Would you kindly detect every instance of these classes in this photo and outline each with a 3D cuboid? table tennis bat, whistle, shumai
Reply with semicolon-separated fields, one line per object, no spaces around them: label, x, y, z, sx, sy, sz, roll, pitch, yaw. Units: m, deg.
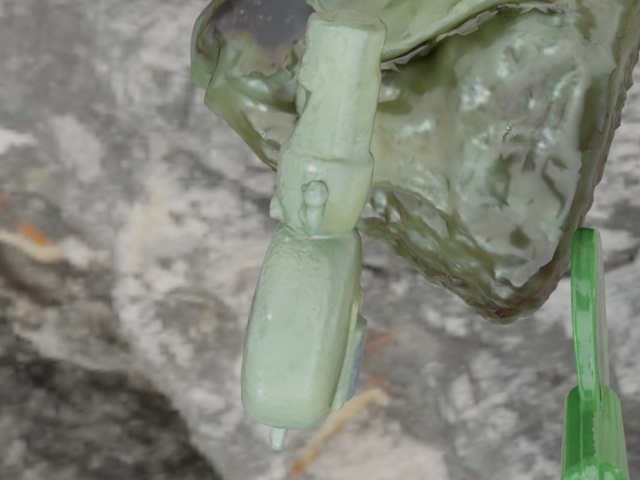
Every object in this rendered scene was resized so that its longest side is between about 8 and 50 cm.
table tennis bat;0.167;0.091;1.104;0.039;0.257;0.160;-5;114;10
whistle;0.000;0.000;1.005;0.067;0.126;0.258;9;108;4
shumai;0.070;-0.142;1.429;0.348;0.395;0.395;11;100;2
